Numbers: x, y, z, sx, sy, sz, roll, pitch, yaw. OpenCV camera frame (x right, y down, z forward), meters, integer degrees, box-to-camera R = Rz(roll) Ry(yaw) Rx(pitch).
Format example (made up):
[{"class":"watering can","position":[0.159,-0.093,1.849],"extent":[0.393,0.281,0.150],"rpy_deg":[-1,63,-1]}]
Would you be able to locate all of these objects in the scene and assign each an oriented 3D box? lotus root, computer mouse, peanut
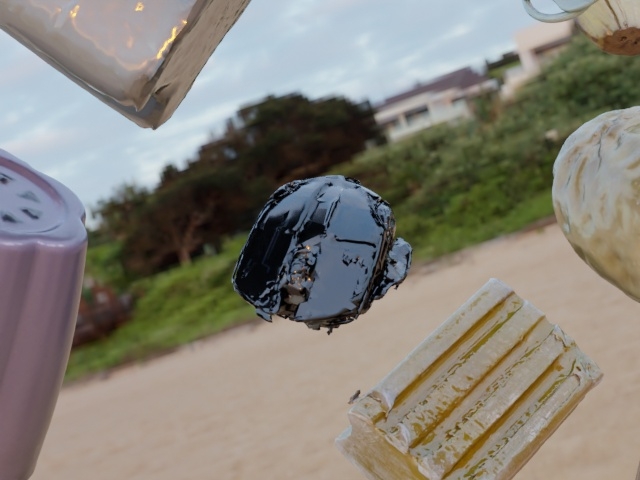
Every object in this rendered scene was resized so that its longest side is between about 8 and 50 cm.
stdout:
[{"class":"lotus root","position":[0.440,-0.324,2.070],"extent":[0.159,0.135,0.095],"rpy_deg":[-14,-36,6]},{"class":"computer mouse","position":[0.000,0.000,1.231],"extent":[0.147,0.077,0.241],"rpy_deg":[4,29,12]},{"class":"peanut","position":[0.348,-0.002,1.246],"extent":[0.170,0.192,0.387],"rpy_deg":[-27,40,-18]}]

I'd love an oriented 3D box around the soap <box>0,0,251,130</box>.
[{"class":"soap","position":[-0.218,-0.350,1.201],"extent":[0.350,0.435,0.213],"rpy_deg":[-52,-1,-3]}]

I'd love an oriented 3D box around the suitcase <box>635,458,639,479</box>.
[{"class":"suitcase","position":[0.376,0.227,1.346],"extent":[0.161,0.297,0.236],"rpy_deg":[12,-33,12]}]

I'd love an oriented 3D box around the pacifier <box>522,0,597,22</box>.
[{"class":"pacifier","position":[0.253,-0.306,1.570],"extent":[0.117,0.126,0.150],"rpy_deg":[24,10,-45]}]

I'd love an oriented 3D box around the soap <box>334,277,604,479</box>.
[{"class":"soap","position":[0.163,0.174,1.549],"extent":[0.274,0.173,0.089],"rpy_deg":[-38,-20,-38]}]

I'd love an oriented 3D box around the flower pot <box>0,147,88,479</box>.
[{"class":"flower pot","position":[-0.326,0.055,1.237],"extent":[0.265,0.265,0.243],"rpy_deg":[-14,-43,-56]}]
